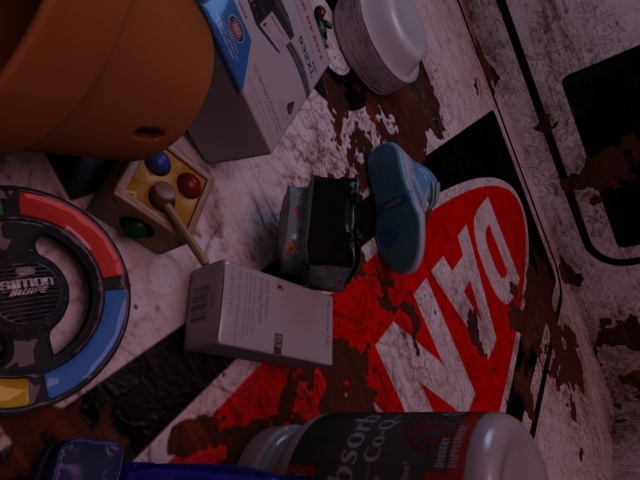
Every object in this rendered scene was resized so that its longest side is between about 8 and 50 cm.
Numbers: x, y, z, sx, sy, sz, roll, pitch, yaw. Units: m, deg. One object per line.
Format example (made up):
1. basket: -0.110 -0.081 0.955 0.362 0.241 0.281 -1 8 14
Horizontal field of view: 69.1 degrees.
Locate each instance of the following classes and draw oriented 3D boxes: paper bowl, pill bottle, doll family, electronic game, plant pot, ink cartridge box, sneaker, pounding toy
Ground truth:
1. paper bowl: 0.175 -0.546 1.232 0.284 0.148 0.285 22 61 -46
2. pill bottle: 0.070 0.322 0.570 0.210 0.362 0.210 24 58 -46
3. doll family: -0.061 -0.469 0.964 0.193 0.076 0.112 11 72 -46
4. electronic game: -0.301 0.055 0.468 0.229 0.048 0.229 23 59 -45
5. plant pot: -0.249 -0.207 0.468 0.203 0.290 0.291 20 60 -62
6. ink cartridge box: -0.115 -0.305 0.741 0.223 0.128 0.308 65 34 -37
7. sneaker: 0.228 -0.068 1.125 0.208 0.127 0.319 12 67 -48
8. pounding toy: -0.201 -0.047 0.592 0.130 0.100 0.141 40 48 -35

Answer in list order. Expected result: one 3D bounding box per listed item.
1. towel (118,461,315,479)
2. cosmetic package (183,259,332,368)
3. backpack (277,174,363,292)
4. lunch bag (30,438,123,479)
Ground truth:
1. towel: -0.124 0.379 0.434 0.076 0.227 0.309 89 4 -66
2. cosmetic package: -0.081 0.119 0.693 0.231 0.085 0.118 23 59 -44
3. backpack: 0.000 0.000 0.781 0.188 0.144 0.166 83 7 -63
4. lunch bag: -0.242 0.247 0.451 0.067 0.065 0.099 30 48 -38
